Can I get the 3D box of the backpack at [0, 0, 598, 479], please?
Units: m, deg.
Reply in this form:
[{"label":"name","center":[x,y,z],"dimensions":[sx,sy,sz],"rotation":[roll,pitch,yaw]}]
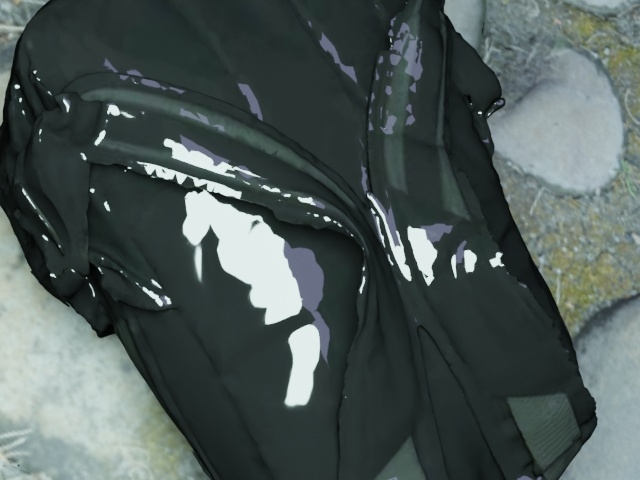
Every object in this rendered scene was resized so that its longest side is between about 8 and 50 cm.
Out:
[{"label":"backpack","center":[0.000,0.000,1.007],"dimensions":[0.363,0.255,0.446],"rotation":[-30,87,-30]}]
